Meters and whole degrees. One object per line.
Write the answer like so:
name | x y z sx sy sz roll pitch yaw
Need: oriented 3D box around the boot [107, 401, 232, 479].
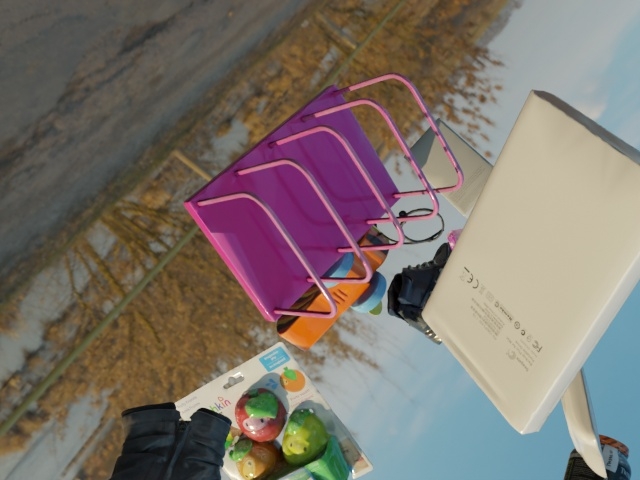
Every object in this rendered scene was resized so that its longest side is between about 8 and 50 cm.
boot | -0.306 0.367 1.130 0.118 0.338 0.222 126 -36 -54

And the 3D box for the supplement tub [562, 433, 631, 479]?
supplement tub | 0.521 0.474 1.399 0.190 0.117 0.117 -65 -172 -25

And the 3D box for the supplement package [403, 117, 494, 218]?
supplement package | 0.268 -0.132 1.412 0.105 0.179 0.105 -49 152 14

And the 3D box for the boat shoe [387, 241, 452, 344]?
boat shoe | 0.260 0.088 1.787 0.127 0.158 0.340 -56 -171 35

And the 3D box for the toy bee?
toy bee | 0.055 0.037 1.147 0.298 0.195 0.162 -24 -150 8

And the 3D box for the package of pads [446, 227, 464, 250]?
package of pads | 0.293 0.000 1.432 0.083 0.050 0.032 -10 158 -19

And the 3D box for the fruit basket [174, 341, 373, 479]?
fruit basket | -0.110 0.435 1.612 0.327 0.353 0.165 -31 -165 21

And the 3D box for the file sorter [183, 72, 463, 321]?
file sorter | 0.019 -0.059 0.960 0.291 0.202 0.182 -43 -159 -27

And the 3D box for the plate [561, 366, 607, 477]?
plate | 0.439 0.249 1.273 0.045 0.277 0.278 -13 -122 17

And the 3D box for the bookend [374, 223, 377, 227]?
bookend | 0.000 0.000 1.368 0.157 0.072 0.156 7 161 -44

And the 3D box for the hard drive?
hard drive | 0.229 0.024 0.783 0.203 0.040 0.307 53 -48 43
